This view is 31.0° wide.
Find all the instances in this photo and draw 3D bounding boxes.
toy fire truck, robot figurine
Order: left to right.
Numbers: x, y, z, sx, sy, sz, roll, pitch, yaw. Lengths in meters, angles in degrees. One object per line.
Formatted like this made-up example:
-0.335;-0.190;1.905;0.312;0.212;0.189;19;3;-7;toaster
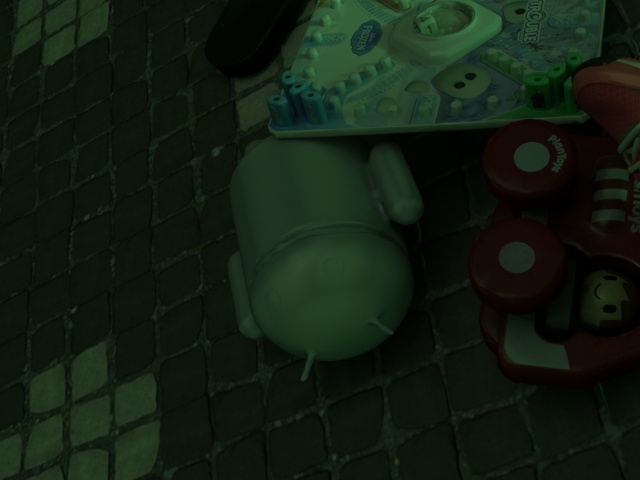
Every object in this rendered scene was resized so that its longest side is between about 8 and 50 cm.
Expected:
0.000;0.000;1.416;0.300;0.200;0.353;-40;44;29;robot figurine
0.298;0.012;1.231;0.254;0.169;0.302;3;61;16;toy fire truck

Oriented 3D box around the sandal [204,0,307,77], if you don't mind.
-0.058;-0.468;1.836;0.167;0.107;0.446;10;68;40;sandal

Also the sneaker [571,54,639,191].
0.364;-0.063;1.147;0.314;0.116;0.136;40;71;12;sneaker

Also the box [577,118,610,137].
0.358;-0.149;1.377;0.083;0.018;0.067;-51;45;-3;box

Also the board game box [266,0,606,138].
0.156;-0.278;1.453;0.390;0.050;0.390;-1;43;19;board game box
